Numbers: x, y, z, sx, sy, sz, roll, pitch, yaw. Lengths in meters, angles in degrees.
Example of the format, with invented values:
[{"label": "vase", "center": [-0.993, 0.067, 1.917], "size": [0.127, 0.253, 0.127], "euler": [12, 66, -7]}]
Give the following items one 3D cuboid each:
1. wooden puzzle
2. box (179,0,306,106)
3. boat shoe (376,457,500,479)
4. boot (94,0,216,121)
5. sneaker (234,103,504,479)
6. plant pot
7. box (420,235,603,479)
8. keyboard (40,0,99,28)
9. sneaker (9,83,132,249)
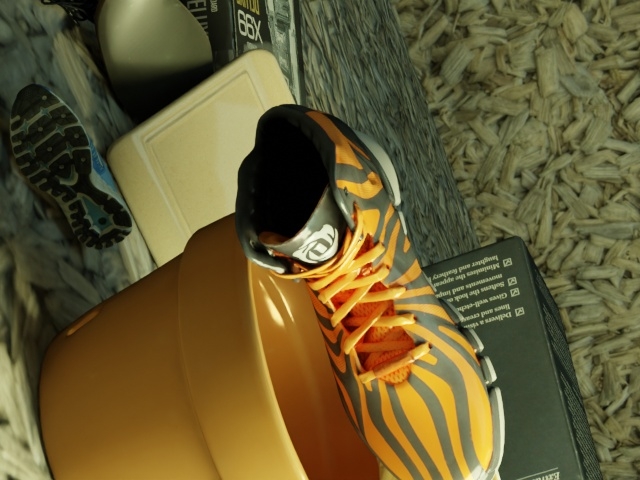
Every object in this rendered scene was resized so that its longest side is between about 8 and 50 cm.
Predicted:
[{"label": "wooden puzzle", "center": [-0.098, -0.055, 1.430], "size": [0.238, 0.044, 0.221], "euler": [-40, 115, -38]}, {"label": "box", "center": [-0.099, -0.293, 1.753], "size": [0.307, 0.076, 0.243], "euler": [1, 85, -75]}, {"label": "boat shoe", "center": [0.092, 0.159, 1.127], "size": [0.096, 0.098, 0.277], "euler": [10, 61, -73]}, {"label": "boot", "center": [-0.168, -0.189, 1.469], "size": [0.115, 0.112, 0.305], "euler": [57, 0, 34]}, {"label": "sneaker", "center": [0.020, 0.043, 1.006], "size": [0.321, 0.124, 0.180], "euler": [64, 15, 18]}, {"label": "plant pot", "center": [-0.087, 0.135, 1.099], "size": [0.291, 0.203, 0.291], "euler": [-18, 90, -75]}, {"label": "box", "center": [0.199, 0.242, 1.851], "size": [0.212, 0.293, 0.396], "euler": [53, 23, -50]}, {"label": "keyboard", "center": [-0.244, -0.264, 1.359], "size": [0.192, 0.038, 0.100], "euler": [28, 45, -68]}, {"label": "sneaker", "center": [-0.221, -0.067, 1.186], "size": [0.073, 0.063, 0.162], "euler": [-119, -175, -55]}]
